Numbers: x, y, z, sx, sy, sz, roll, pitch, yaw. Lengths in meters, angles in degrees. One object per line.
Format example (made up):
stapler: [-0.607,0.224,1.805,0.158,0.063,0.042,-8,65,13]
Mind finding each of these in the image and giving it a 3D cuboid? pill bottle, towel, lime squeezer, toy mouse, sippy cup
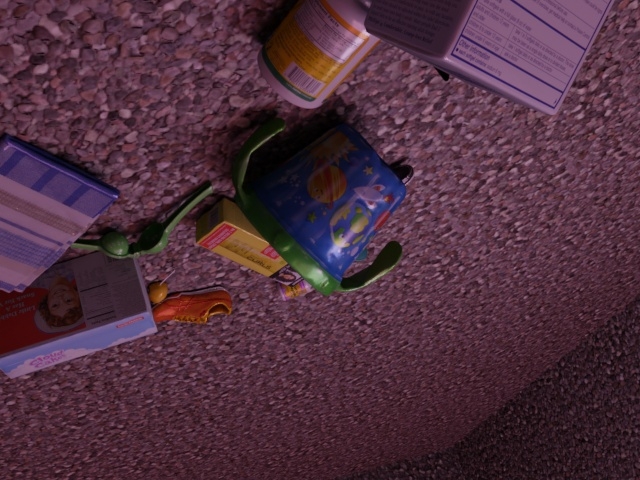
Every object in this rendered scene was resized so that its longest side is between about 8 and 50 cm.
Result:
pill bottle: [0.018,-0.285,1.049,0.118,0.117,0.208,8,139,-43]
towel: [-0.470,-0.031,1.202,0.285,0.034,0.209,-38,137,23]
lime squeezer: [-0.325,-0.010,1.336,0.311,0.058,0.110,-15,151,-12]
pill bottle: [-0.051,0.098,1.728,0.083,0.043,0.043,-22,152,-1]
toy mouse: [-0.372,0.116,1.543,0.143,0.031,0.161,-2,145,-34]
sippy cup: [0.014,-0.066,1.315,0.224,0.240,0.305,-44,154,3]

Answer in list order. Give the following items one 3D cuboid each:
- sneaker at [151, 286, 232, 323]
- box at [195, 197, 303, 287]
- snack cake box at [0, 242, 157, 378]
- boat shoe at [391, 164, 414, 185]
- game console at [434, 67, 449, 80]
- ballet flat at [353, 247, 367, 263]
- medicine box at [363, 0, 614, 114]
sneaker: [-0.267,0.142,1.626,0.175,0.067,0.064,-13,152,-15]
box: [-0.112,0.008,1.450,0.232,0.058,0.087,29,131,-36]
snack cake box: [-0.436,0.122,1.380,0.265,0.152,0.089,-17,151,-10]
boat shoe: [0.116,-0.113,1.490,0.125,0.046,0.038,-20,157,13]
game console: [0.195,-0.322,1.144,0.124,0.085,0.144,-32,151,17]
ballet flat: [0.000,0.000,1.582,0.079,0.076,0.222,-19,153,37]
medicine box: [0.237,-0.336,0.971,0.264,0.149,0.289,11,108,-46]
